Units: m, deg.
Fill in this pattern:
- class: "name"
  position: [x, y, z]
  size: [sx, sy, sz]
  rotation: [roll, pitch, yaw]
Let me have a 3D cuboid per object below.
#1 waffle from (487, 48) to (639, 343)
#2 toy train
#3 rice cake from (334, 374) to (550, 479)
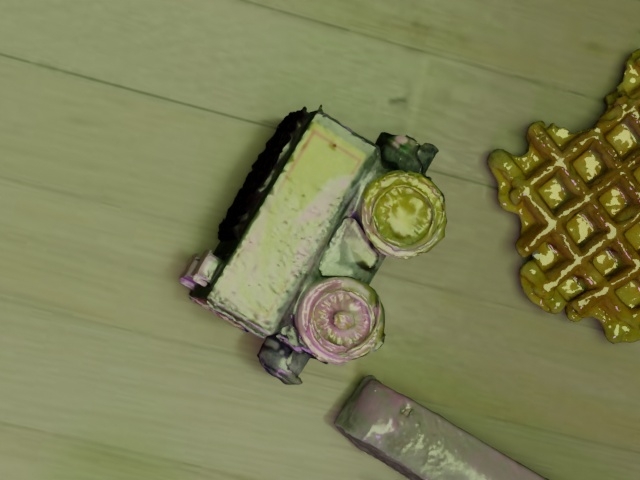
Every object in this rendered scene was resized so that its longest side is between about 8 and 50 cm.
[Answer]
- class: "waffle"
  position: [0.322, -0.046, 1.798]
  size: [0.300, 0.058, 0.282]
  rotation: [-14, 93, -12]
- class: "toy train"
  position: [0.000, 0.000, 1.685]
  size: [0.177, 0.134, 0.261]
  rotation: [32, 83, -11]
- class: "rice cake"
  position: [0.194, 0.253, 1.767]
  size: [0.399, 0.064, 0.070]
  rotation: [31, 78, -11]
